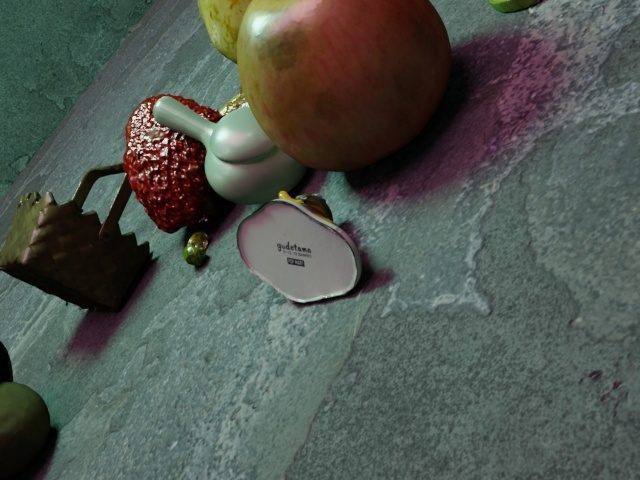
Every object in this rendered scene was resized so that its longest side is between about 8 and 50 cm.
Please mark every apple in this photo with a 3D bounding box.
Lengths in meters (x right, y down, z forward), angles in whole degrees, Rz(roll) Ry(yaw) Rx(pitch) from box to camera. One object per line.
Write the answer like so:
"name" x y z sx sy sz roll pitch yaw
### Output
"apple" 0.029 -0.303 1.507 0.364 0.364 0.364 -35 30 24

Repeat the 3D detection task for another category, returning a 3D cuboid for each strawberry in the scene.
"strawberry" -0.292 -0.165 1.893 0.261 0.258 0.261 -27 31 18

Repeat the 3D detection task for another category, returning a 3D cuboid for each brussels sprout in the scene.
"brussels sprout" -0.250 0.019 1.813 0.051 0.046 0.083 -40 19 25

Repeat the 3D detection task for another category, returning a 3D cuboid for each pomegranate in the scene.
"pomegranate" -0.114 -0.540 2.075 0.342 0.342 0.342 -35 30 24

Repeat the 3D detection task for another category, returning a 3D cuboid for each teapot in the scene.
"teapot" -0.178 -0.178 1.730 0.318 0.149 0.220 -3 51 15

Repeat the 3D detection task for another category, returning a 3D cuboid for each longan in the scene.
"longan" -0.617 0.373 1.759 0.189 0.189 0.189 -35 30 24

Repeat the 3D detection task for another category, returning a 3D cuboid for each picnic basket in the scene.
"picnic basket" -0.528 -0.026 1.997 0.254 0.291 0.321 -2 61 54

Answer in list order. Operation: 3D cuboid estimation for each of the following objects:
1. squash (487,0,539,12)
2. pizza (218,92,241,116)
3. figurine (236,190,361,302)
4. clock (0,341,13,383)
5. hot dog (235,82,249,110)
"squash" 0.371 -0.484 1.548 0.219 0.041 0.219 -35 30 24
"pizza" -0.227 -0.254 2.103 0.292 0.058 0.197 -49 28 0
"figurine" 0.000 0.000 1.435 0.250 0.167 0.141 20 31 36
"clock" -0.732 0.359 1.775 0.076 0.386 0.386 10 51 9
"hot dog" -0.117 -0.305 1.975 0.146 0.103 0.213 -1 60 29
